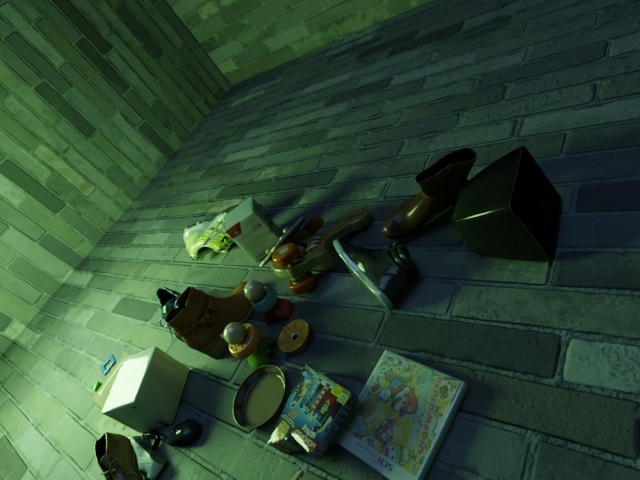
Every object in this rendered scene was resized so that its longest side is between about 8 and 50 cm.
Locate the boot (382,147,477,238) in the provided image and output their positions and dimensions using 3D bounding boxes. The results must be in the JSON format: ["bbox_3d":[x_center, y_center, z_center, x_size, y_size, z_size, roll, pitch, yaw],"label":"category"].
[{"bbox_3d":[0.262,-0.103,1.087,0.264,0.280,0.096,-24,76,10],"label":"boot"}]

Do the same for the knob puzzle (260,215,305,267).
[{"bbox_3d":[-0.116,-0.013,1.409,0.213,0.030,0.213,-48,-2,-3],"label":"knob puzzle"}]

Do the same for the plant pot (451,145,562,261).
[{"bbox_3d":[0.414,-0.067,0.984,0.167,0.187,0.188,-15,40,50],"label":"plant pot"}]

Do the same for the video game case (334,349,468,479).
[{"bbox_3d":[0.159,0.353,0.879,0.206,0.026,0.227,11,58,49],"label":"video game case"}]

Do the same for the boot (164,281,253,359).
[{"bbox_3d":[-0.337,0.201,1.348,0.109,0.220,0.283,3,53,46],"label":"boot"}]

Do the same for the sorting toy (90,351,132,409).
[{"bbox_3d":[-0.696,0.503,1.511,0.347,0.047,0.196,1,56,45],"label":"sorting toy"}]

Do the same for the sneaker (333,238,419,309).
[{"bbox_3d":[0.151,0.050,1.166,0.147,0.104,0.296,-40,40,-3],"label":"sneaker"}]

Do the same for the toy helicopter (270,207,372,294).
[{"bbox_3d":[0.000,0.000,1.372,0.355,0.140,0.235,-31,25,-5],"label":"toy helicopter"}]

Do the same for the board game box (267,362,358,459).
[{"bbox_3d":[-0.022,0.397,0.955,0.194,0.060,0.194,-55,27,-15],"label":"board game box"}]

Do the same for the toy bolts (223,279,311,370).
[{"bbox_3d":[-0.150,0.214,1.210,0.218,0.158,0.229,-23,38,23],"label":"toy bolts"}]

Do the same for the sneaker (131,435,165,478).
[{"bbox_3d":[-0.484,0.592,1.184,0.152,0.053,0.061,21,87,42],"label":"sneaker"}]

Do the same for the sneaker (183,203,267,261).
[{"bbox_3d":[-0.378,-0.031,1.759,0.384,0.145,0.147,-24,68,19],"label":"sneaker"}]

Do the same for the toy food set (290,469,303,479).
[{"bbox_3d":[-0.119,0.557,0.861,0.218,0.071,0.128,-35,-4,24],"label":"toy food set"}]

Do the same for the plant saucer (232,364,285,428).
[{"bbox_3d":[-0.152,0.405,1.115,0.168,0.029,0.168,-26,37,22],"label":"plant saucer"}]

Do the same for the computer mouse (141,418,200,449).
[{"bbox_3d":[-0.431,0.543,1.215,0.242,0.041,0.071,-21,39,27],"label":"computer mouse"}]

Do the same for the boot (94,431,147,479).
[{"bbox_3d":[-0.546,0.636,1.158,0.112,0.115,0.305,-44,36,-10],"label":"boot"}]

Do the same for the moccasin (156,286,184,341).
[{"bbox_3d":[-0.520,0.265,1.543,0.342,0.117,0.138,17,64,51],"label":"moccasin"}]

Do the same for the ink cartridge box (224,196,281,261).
[{"bbox_3d":[-0.243,-0.039,1.569,0.128,0.176,0.127,-34,32,8],"label":"ink cartridge box"}]

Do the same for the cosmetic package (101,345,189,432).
[{"bbox_3d":[-0.522,0.451,1.306,0.151,0.151,0.184,-23,37,24],"label":"cosmetic package"}]
